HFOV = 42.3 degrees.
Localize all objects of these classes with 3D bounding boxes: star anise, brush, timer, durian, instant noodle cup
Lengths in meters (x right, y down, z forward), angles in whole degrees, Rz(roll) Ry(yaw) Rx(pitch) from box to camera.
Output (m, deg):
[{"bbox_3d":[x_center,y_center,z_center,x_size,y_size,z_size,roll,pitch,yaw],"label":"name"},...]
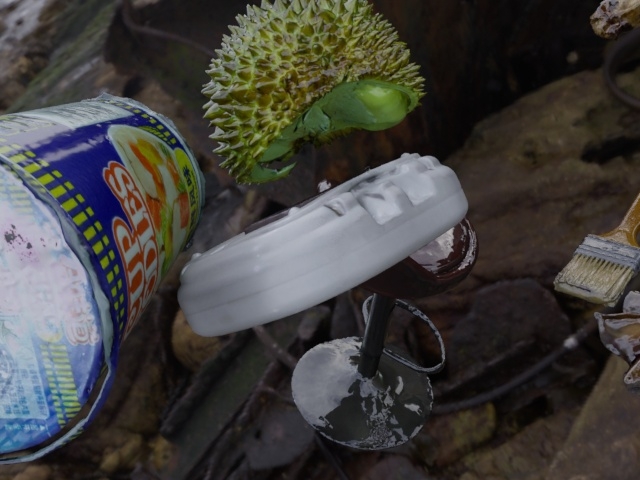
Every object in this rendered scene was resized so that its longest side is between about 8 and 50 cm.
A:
[{"bbox_3d":[0.601,0.209,1.382,0.108,0.315,0.315,-50,21,34],"label":"star anise"},{"bbox_3d":[0.212,-0.007,0.573,0.043,0.014,0.170,20,41,30],"label":"brush"},{"bbox_3d":[0.000,0.001,0.786,0.262,0.087,0.237,-28,4,-43],"label":"timer"},{"bbox_3d":[-0.020,-0.166,0.876,0.237,0.200,0.177,-34,61,27],"label":"durian"},{"bbox_3d":[-0.248,-0.005,0.743,0.284,0.284,0.312,-19,16,19],"label":"instant noodle cup"}]

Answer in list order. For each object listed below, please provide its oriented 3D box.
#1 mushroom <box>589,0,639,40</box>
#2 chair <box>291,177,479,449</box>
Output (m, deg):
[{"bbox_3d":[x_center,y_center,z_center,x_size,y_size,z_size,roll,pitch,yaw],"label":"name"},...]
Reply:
[{"bbox_3d":[0.484,-0.284,0.876,0.301,0.208,0.233,29,83,9],"label":"mushroom"},{"bbox_3d":[0.087,0.086,1.158,0.226,0.401,0.227,4,41,-4],"label":"chair"}]
